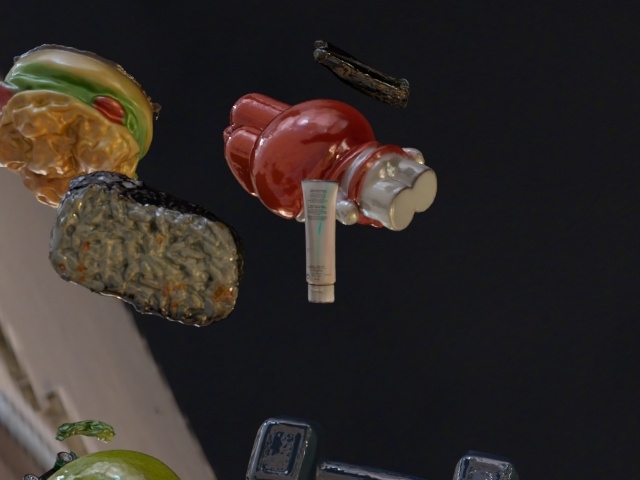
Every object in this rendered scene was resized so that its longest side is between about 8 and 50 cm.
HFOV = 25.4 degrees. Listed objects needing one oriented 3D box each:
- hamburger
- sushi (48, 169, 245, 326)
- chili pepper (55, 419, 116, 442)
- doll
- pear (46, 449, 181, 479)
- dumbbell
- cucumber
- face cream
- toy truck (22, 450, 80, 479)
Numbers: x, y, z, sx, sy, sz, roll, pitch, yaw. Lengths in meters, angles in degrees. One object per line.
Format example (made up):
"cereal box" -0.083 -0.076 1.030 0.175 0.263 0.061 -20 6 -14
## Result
"hamburger" -0.345 -0.138 1.915 0.237 0.149 0.237 12 -34 8
"sushi" -0.189 0.010 1.591 0.225 0.126 0.136 19 -75 -13
"chili pepper" -0.342 0.277 2.069 0.030 0.091 0.034 -28 -120 59
"doll" -0.007 -0.091 1.592 0.290 0.161 0.129 23 -39 36
"pear" -0.214 0.286 1.319 0.216 0.166 0.180 -5 -118 12
"dumbbell" 0.074 0.305 1.711 0.325 0.144 0.160 10 -63 11
"cucumber" 0.043 -0.171 1.482 0.034 0.135 0.033 -49 -143 30
"face cream" 0.000 0.000 1.303 0.038 0.020 0.115 3 -80 25
"toy truck" -0.383 0.364 2.049 0.079 0.147 0.065 30 -65 11
